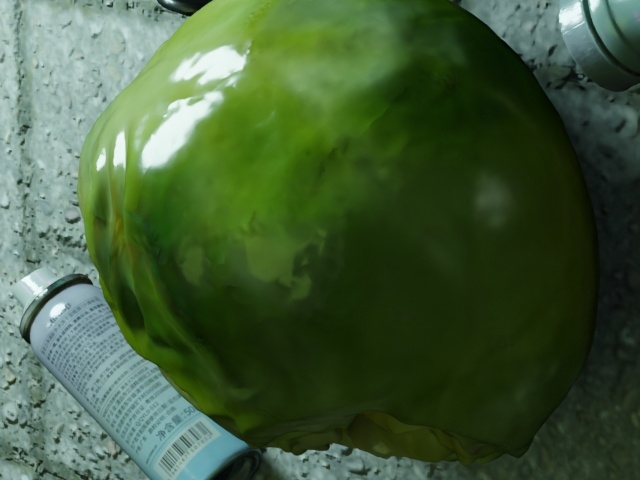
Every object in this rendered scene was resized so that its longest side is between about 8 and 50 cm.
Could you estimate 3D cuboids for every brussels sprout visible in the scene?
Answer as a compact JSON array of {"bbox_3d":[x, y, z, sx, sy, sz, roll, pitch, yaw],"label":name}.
[{"bbox_3d":[0.000,0.000,1.045,0.344,0.268,0.344,23,125,37],"label":"brussels sprout"}]

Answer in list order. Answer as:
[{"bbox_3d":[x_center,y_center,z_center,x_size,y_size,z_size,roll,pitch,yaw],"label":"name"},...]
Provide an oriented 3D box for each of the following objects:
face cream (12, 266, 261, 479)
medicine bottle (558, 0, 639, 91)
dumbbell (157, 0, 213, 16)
[{"bbox_3d":[-0.145,0.103,1.333,0.229,0.075,0.075,44,128,22],"label":"face cream"},{"bbox_3d":[0.223,-0.148,0.922,0.217,0.090,0.090,-28,85,43],"label":"medicine bottle"},{"bbox_3d":[-0.079,-0.135,1.202,0.069,0.069,0.147,24,118,33],"label":"dumbbell"}]
